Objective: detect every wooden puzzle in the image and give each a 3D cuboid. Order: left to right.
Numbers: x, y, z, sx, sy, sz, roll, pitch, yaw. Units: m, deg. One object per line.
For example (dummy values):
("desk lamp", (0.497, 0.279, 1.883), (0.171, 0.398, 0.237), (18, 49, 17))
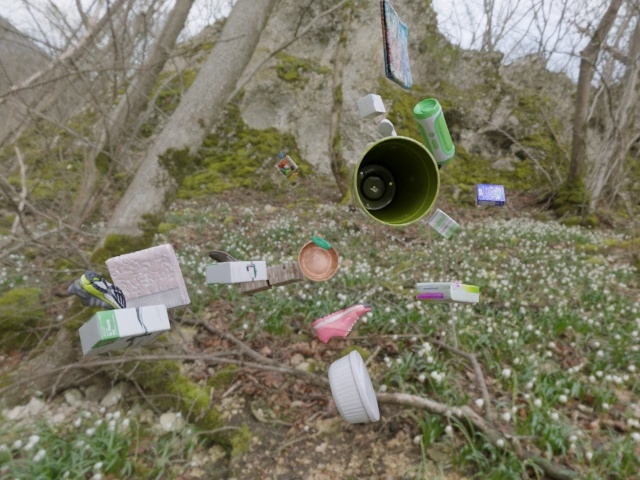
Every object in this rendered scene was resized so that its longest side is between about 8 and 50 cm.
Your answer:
("wooden puzzle", (-0.141, -0.306, 1.747), (0.116, 0.078, 0.014), (43, 20, -13))

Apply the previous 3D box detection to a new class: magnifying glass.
("magnifying glass", (0.000, 0.000, 1.864), (0.092, 0.026, 0.231), (30, 9, -8))

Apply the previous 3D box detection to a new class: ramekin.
("ramekin", (0.126, 0.581, 1.641), (0.273, 0.127, 0.273), (-20, 90, -83))

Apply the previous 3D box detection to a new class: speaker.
("speaker", (0.524, -0.495, 1.924), (0.131, 0.131, 0.296), (20, -26, 45))

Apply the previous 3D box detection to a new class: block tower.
("block tower", (-0.256, 0.192, 2.114), (0.335, 0.097, 0.091), (-18, -20, 18))

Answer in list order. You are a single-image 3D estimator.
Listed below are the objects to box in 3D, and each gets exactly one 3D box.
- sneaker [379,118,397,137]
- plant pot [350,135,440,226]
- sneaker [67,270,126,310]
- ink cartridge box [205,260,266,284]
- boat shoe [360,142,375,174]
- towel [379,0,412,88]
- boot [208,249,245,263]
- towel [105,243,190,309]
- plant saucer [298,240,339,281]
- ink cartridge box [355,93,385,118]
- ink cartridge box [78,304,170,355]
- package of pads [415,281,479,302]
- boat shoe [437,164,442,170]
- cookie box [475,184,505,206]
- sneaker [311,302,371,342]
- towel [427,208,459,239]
("sneaker", (0.372, -0.629, 2.338), (0.080, 0.094, 0.212), (-15, -22, 20))
("plant pot", (0.283, -0.248, 1.872), (0.366, 0.367, 0.353), (32, -3, -10))
("sneaker", (-0.944, 0.242, 1.792), (0.300, 0.121, 0.111), (65, 1, -48))
("ink cartridge box", (-0.366, 0.141, 1.839), (0.160, 0.093, 0.219), (-7, -5, 34))
("boat shoe", (0.263, -0.383, 2.238), (0.104, 0.285, 0.089), (11, 4, -10))
("towel", (0.300, -0.746, 1.633), (0.040, 0.272, 0.370), (-3, 10, 23))
("boot", (-0.480, 0.128, 2.107), (0.219, 0.106, 0.082), (21, -38, 3))
("towel", (-0.829, 0.201, 2.015), (0.053, 0.331, 0.317), (-80, 155, -78))
("plant saucer", (-0.011, 0.098, 2.007), (0.200, 0.200, 0.037), (31, -16, -4))
("ink cartridge box", (0.256, -0.671, 2.105), (0.089, 0.092, 0.143), (-18, 3, 33))
("ink cartridge box", (-0.587, 0.268, 1.264), (0.208, 0.153, 0.087), (0, 62, -49))
("package of pads", (0.671, 0.283, 2.229), (0.296, 0.101, 0.229), (12, -15, -42))
("boat shoe", (0.509, -0.317, 2.093), (0.084, 0.233, 0.079), (49, 18, -20))
("cookie box", (0.720, -0.192, 1.779), (0.107, 0.092, 0.040), (5, -35, 10))
("sneaker", (0.117, 0.406, 2.056), (0.116, 0.313, 0.136), (114, -45, -75))
("towel", (0.692, -0.092, 2.373), (0.152, 0.113, 0.023), (43, 32, 18))
